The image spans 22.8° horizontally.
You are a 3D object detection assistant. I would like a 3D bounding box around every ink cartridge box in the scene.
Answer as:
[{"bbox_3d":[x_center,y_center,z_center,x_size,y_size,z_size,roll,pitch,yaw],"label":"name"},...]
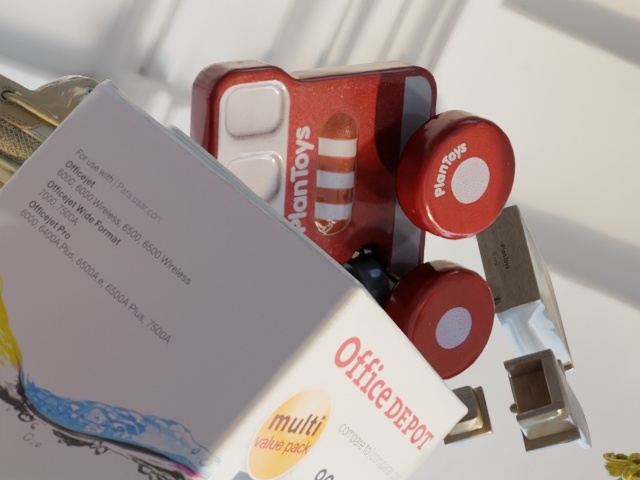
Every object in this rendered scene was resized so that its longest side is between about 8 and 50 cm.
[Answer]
[{"bbox_3d":[-0.086,0.089,0.693,0.168,0.171,0.233,38,-96,29],"label":"ink cartridge box"}]

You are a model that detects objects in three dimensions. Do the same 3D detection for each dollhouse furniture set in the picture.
[{"bbox_3d":[0.056,0.112,1.551,0.355,0.174,0.303,-18,-121,12],"label":"dollhouse furniture set"}]

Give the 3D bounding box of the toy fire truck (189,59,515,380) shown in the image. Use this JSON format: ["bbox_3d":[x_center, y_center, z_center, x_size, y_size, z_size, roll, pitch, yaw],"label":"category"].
[{"bbox_3d":[0.000,0.000,1.264,0.169,0.254,0.302,30,-59,50],"label":"toy fire truck"}]

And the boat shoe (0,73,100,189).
[{"bbox_3d":[-0.177,-0.064,1.090,0.121,0.341,0.110,126,-14,-79],"label":"boat shoe"}]

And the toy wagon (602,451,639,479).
[{"bbox_3d":[0.298,0.330,1.423,0.267,0.068,0.344,30,-46,47],"label":"toy wagon"}]
